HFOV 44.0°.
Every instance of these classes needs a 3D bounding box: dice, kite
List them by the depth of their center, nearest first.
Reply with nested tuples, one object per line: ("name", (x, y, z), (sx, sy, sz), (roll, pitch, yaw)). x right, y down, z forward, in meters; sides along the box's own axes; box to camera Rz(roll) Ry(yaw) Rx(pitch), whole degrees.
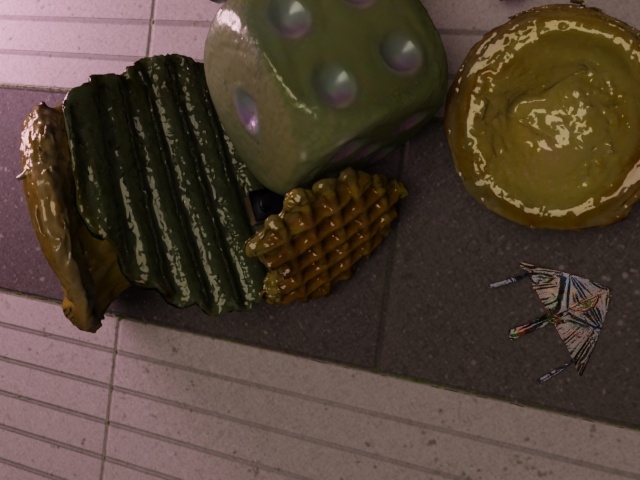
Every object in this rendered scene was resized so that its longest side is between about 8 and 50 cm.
("dice", (0.000, -0.224, 1.093), (0.252, 0.250, 0.254), (61, 156, 7))
("kite", (0.341, 0.104, 1.129), (0.160, 0.010, 0.183), (-29, 82, 18))

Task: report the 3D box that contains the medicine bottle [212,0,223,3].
("medicine bottle", (-0.196, -0.464, 1.327), (0.055, 0.074, 0.118), (-35, 77, 21))

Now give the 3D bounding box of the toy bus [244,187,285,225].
("toy bus", (-0.029, -0.064, 1.216), (0.172, 0.072, 0.057), (-13, 84, -20))

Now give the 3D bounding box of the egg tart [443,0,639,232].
("egg tart", (0.325, -0.160, 1.077), (0.315, 0.120, 0.315), (1, 93, 24))

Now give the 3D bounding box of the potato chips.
("potato chips", (-0.201, -0.087, 1.208), (0.070, 0.358, 0.429), (-22, 85, 55))

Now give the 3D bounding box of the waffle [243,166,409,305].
("waffle", (0.001, 0.001, 1.142), (0.291, 0.291, 0.051), (-49, 62, 16))

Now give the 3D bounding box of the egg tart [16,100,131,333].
("egg tart", (-0.378, -0.044, 1.296), (0.169, 0.388, 0.388), (-10, 85, -11))
